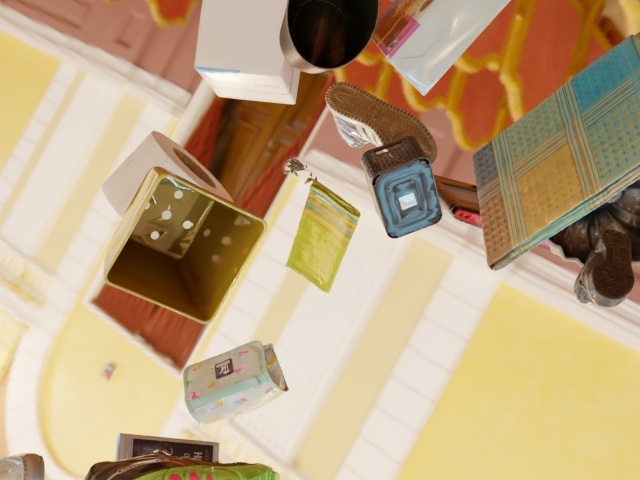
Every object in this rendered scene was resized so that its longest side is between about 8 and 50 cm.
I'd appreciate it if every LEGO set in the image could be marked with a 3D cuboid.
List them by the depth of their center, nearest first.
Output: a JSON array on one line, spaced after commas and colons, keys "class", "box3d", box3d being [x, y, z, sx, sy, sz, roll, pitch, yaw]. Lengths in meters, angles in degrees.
[{"class": "LEGO set", "box3d": [-0.039, -0.141, 1.887, 0.083, 0.023, 0.054, 25, -141, 23]}]

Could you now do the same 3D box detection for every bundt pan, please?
[{"class": "bundt pan", "box3d": [0.547, -0.101, 1.931, 0.331, 0.331, 0.124, 29, 176, -9]}]

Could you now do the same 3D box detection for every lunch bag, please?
[{"class": "lunch bag", "box3d": [-0.207, 0.345, 2.351, 0.262, 0.223, 0.160, 44, -154, -84]}]

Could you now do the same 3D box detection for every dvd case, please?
[{"class": "dvd case", "box3d": [-0.336, 0.522, 2.128, 0.238, 0.179, 0.029, 12, 156, -29]}]

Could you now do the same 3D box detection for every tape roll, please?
[{"class": "tape roll", "box3d": [-0.333, -0.100, 2.140, 0.246, 0.169, 0.246, 44, -173, -7]}]

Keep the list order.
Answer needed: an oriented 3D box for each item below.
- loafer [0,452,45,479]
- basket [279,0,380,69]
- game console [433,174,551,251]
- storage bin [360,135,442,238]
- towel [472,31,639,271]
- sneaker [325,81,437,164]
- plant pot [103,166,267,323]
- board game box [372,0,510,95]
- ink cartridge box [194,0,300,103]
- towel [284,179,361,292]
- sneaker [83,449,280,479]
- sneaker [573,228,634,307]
[{"class": "loafer", "box3d": [-0.586, 0.439, 1.665, 0.111, 0.319, 0.112, 22, -134, -42]}, {"class": "basket", "box3d": [0.003, -0.379, 1.704, 0.154, 0.204, 0.227, 13, 178, -9]}, {"class": "game console", "box3d": [0.412, -0.065, 2.172, 0.342, 0.060, 0.386, 18, -168, -11]}, {"class": "storage bin", "box3d": [0.164, -0.105, 1.958, 0.084, 0.122, 0.180, -112, 1, -49]}, {"class": "towel", "box3d": [0.395, -0.139, 1.561, 0.040, 0.370, 0.271, 26, -135, -28]}, {"class": "sneaker", "box3d": [0.138, -0.232, 2.130, 0.282, 0.099, 0.153, 36, 169, 16]}, {"class": "plant pot", "box3d": [-0.254, -0.013, 1.709, 0.212, 0.212, 0.187, 26, -170, -27]}, {"class": "board game box", "box3d": [0.198, -0.386, 1.654, 0.097, 0.224, 0.303, 40, -168, -14]}, {"class": "ink cartridge box", "box3d": [-0.156, -0.444, 2.236, 0.198, 0.197, 0.270, 6, 175, 5]}, {"class": "towel", "box3d": [0.000, 0.000, 1.697, 0.102, 0.021, 0.237, 37, 143, 14]}, {"class": "sneaker", "box3d": [-0.215, 0.424, 1.615, 0.202, 0.185, 0.483, 16, 166, 27]}, {"class": "sneaker", "box3d": [0.334, 0.050, 1.154, 0.051, 0.089, 0.170, 21, -143, 7]}]
